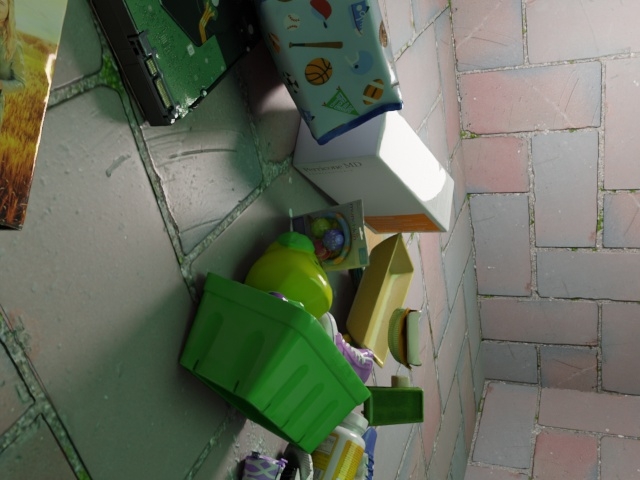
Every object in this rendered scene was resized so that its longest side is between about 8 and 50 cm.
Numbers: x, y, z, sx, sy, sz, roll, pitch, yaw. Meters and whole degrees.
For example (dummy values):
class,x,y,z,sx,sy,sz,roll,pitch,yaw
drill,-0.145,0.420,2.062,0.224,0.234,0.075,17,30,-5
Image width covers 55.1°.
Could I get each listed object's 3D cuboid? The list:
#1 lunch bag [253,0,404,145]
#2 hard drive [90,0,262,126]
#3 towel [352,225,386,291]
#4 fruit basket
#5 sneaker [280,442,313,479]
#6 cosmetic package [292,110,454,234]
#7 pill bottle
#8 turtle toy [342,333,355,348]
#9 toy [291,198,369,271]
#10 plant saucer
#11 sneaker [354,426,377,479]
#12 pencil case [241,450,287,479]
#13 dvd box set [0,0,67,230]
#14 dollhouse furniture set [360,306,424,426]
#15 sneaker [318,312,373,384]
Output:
class,x,y,z,sx,sy,sz,roll,pitch,yaw
lunch bag,-0.003,-0.442,1.230,0.385,0.239,0.327,-113,-179,-52
hard drive,-0.218,-0.369,0.996,0.339,0.064,0.236,-65,146,-45
towel,0.144,-0.029,1.840,0.271,0.040,0.370,-50,135,-54
fruit basket,-0.054,0.161,1.170,0.392,0.283,0.392,-30,129,-46
sneaker,-0.076,0.543,1.315,0.106,0.078,0.234,54,45,-57
cosmetic package,0.152,-0.168,1.554,0.453,0.230,0.161,35,60,-51
pill bottle,0.039,0.520,1.485,0.208,0.118,0.117,-65,147,-25
turtle toy,0.057,0.314,1.618,0.095,0.066,0.130,58,30,-6
toy,0.000,0.000,1.307,0.056,0.237,0.136,-4,85,-37
plant saucer,0.169,0.174,1.766,0.332,0.081,0.332,56,52,-64
sneaker,0.104,0.633,1.532,0.315,0.182,0.127,-61,143,-28
pencil case,-0.121,0.525,1.203,0.086,0.088,0.206,40,55,-57
dvd box set,-0.395,-0.245,0.606,0.308,0.062,0.420,30,64,-63
dollhouse furniture set,0.175,0.329,1.656,0.197,0.151,0.301,148,-57,-78
sneaker,0.051,0.265,1.494,0.161,0.102,0.282,-22,127,-25
